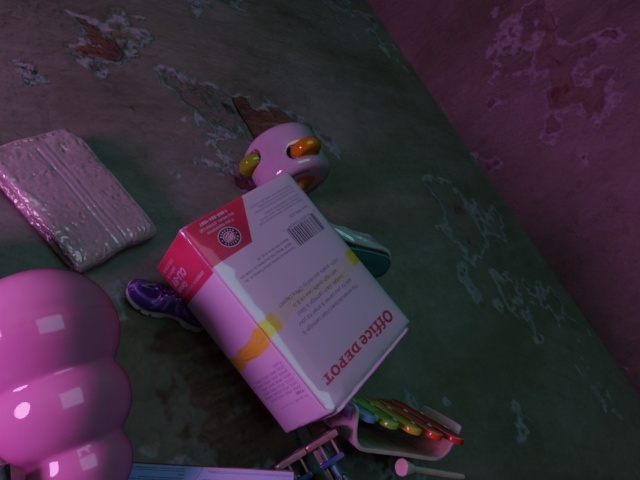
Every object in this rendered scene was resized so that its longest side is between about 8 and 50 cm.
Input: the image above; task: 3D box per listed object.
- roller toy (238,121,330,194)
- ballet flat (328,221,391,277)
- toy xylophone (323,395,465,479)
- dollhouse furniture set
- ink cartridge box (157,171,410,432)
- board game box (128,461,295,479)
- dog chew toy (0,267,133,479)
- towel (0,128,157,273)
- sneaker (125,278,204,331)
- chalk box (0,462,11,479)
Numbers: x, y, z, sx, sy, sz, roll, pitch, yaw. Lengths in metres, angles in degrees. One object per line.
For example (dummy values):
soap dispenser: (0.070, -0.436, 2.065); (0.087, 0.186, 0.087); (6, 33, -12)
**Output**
roller toy: (-0.077, -0.186, 1.260); (0.146, 0.209, 0.191); (62, 13, 16)
ballet flat: (0.000, 0.000, 1.247); (0.400, 0.139, 0.139); (17, 48, -33)
toy xylophone: (0.158, 0.378, 1.001); (0.322, 0.236, 0.081); (23, 85, -41)
dollhouse furniture set: (0.007, 0.400, 0.825); (0.129, 0.184, 0.129); (-30, 76, -5)
ink cartridge box: (-0.061, 0.105, 0.933); (0.385, 0.160, 0.279); (51, 46, 4)
board game box: (-0.180, 0.398, 0.716); (0.281, 0.027, 0.145); (6, 48, -5)
dog chew toy: (-0.358, 0.210, 0.689); (0.206, 0.206, 0.332); (-12, 75, -46)
towel: (-0.464, -0.080, 0.944); (0.282, 0.049, 0.187); (50, 41, 2)
sneaker: (-0.273, 0.108, 0.938); (0.169, 0.071, 0.068); (25, 44, -23)
chalk box: (-0.415, 0.375, 0.541); (0.132, 0.132, 0.213); (6, 55, -40)
